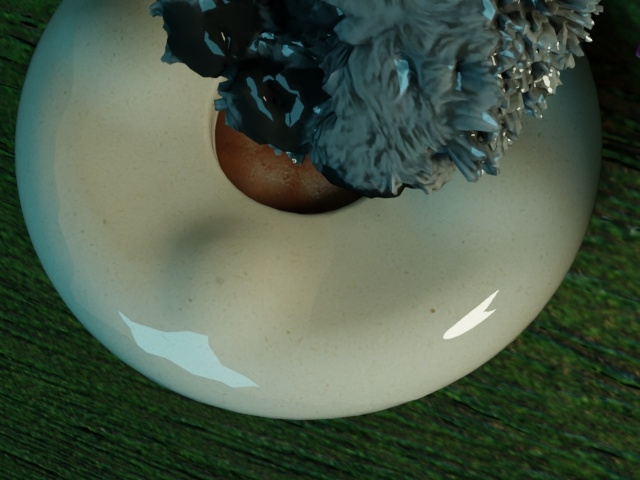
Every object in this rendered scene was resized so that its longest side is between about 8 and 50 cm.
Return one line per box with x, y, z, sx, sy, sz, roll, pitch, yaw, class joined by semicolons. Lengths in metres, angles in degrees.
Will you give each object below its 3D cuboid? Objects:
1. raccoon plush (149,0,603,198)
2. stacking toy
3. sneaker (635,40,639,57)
0.119;-0.192;0.718;0.446;0.299;0.216;-16;113;49;raccoon plush
0.000;0.000;1.127;0.351;0.350;0.480;34;165;13;stacking toy
0.231;-0.108;0.791;0.111;0.252;0.103;21;107;3;sneaker
